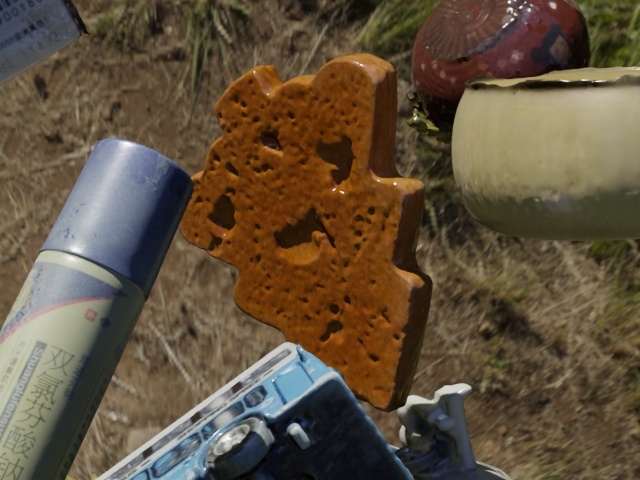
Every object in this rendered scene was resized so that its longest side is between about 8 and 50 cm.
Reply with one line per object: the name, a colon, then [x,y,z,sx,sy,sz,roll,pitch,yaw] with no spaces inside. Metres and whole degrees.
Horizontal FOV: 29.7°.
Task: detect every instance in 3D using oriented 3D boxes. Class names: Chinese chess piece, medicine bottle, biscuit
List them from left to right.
medicine bottle: [-0.130,0.062,0.578,0.059,0.059,0.231,21,70,1]
biscuit: [0.000,0.000,1.007,0.043,0.284,0.306,-17,79,-47]
Chinese chess piece: [0.215,-0.069,0.835,0.249,0.250,0.103,-6,100,-9]

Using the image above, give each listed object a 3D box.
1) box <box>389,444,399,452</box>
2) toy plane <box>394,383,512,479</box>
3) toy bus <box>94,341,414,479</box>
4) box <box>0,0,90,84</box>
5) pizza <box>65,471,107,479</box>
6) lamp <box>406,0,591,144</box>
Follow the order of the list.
box: [0.046,0.321,1.514,0.194,0.073,0.139,24,70,-38]
toy plane: [0.142,0.248,1.072,0.118,0.252,0.252,-21,75,-25]
toy bus: [-0.095,0.188,0.737,0.297,0.131,0.106,-36,105,-4]
box: [-0.276,-0.152,0.838,0.182,0.099,0.133,-34,34,-11]
pizza: [-0.232,0.357,1.521,0.287,0.075,0.280,23,91,23]
lamp: [0.157,-0.150,1.034,0.157,0.135,0.156,-10,52,33]
